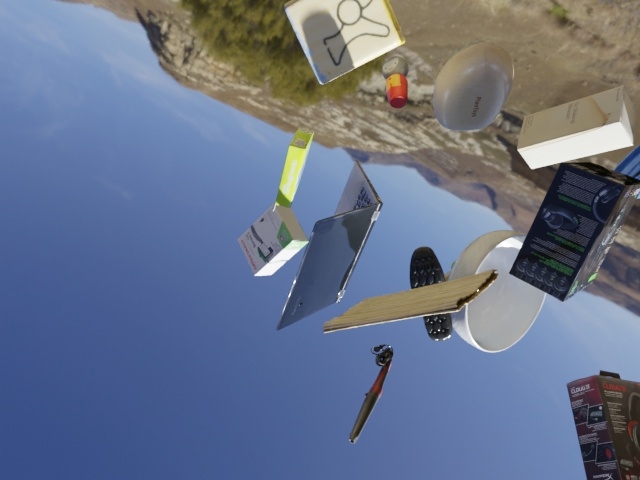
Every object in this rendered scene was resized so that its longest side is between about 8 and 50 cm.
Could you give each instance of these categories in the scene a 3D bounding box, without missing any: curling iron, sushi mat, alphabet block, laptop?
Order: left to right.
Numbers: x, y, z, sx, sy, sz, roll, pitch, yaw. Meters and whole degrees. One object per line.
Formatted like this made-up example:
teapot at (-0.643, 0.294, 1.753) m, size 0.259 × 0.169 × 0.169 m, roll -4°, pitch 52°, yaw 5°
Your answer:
laptop at (0.000, 0.000, 1.543) m, size 0.237 × 0.381 × 0.407 m, roll 9°, pitch -146°, yaw -20°
alphabet block at (0.062, -0.487, 1.172) m, size 0.192 × 0.197 × 0.193 m, roll 63°, pitch -160°, yaw -17°
curling iron at (0.117, 0.357, 1.237) m, size 0.068 × 0.035 × 0.274 m, roll 42°, pitch -133°, yaw -14°
sushi mat at (0.155, 0.113, 0.948) m, size 0.151 × 0.317 × 0.019 m, roll -24°, pitch -87°, yaw -45°

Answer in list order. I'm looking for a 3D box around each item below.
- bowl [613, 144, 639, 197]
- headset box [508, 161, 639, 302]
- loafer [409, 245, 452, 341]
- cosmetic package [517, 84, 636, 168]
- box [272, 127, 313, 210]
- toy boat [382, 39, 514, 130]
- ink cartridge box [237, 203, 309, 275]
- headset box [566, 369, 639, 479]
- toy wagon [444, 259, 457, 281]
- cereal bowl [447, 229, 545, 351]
bowl at (1.096, -0.276, 1.638) m, size 0.077 × 0.391 × 0.391 m, roll 47°, pitch -164°, yaw 3°
headset box at (0.560, -0.019, 1.142) m, size 0.131 × 0.283 × 0.246 m, roll 32°, pitch -155°, yaw 32°
loafer at (0.246, 0.115, 1.158) m, size 0.076 × 0.223 × 0.078 m, roll -12°, pitch -166°, yaw 16°
cosmetic package at (0.797, -0.347, 1.628) m, size 0.113 × 0.160 × 0.310 m, roll 40°, pitch 147°, yaw -30°
box at (-0.065, -0.161, 1.217) m, size 0.043 × 0.178 × 0.109 m, roll 17°, pitch -146°, yaw -1°
toy boat at (0.317, -0.400, 1.310) m, size 0.319 × 0.267 × 0.148 m, roll 1°, pitch -120°, yaw -2°
ink cartridge box at (-0.169, 0.001, 1.802) m, size 0.093 × 0.219 × 0.160 m, roll -1°, pitch -125°, yaw -53°
headset box at (0.792, 0.493, 1.372) m, size 0.218 × 0.110 × 0.293 m, roll 14°, pitch -123°, yaw -18°
toy wagon at (0.511, 0.129, 1.815) m, size 0.068 × 0.344 × 0.267 m, roll 58°, pitch 179°, yaw -8°
cereal bowl at (0.465, 0.125, 1.426) m, size 0.339 × 0.338 × 0.141 m, roll 19°, pitch -175°, yaw -37°
